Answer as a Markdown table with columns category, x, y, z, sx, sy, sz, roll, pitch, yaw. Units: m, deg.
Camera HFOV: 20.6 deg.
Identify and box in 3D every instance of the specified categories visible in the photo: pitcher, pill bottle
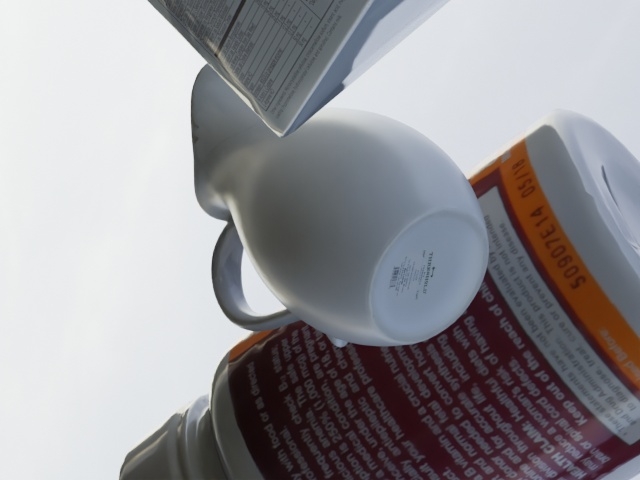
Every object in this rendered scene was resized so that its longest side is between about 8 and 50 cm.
| category | x | y | z | sx | sy | sz | roll | pitch | yaw |
| --- | --- | --- | --- | --- | --- | --- | --- | --- | --- |
| pitcher | 0.000 | 0.000 | 1.038 | 0.207 | 0.125 | 0.177 | 37 | -52 | 47 |
| pill bottle | 0.070 | 0.110 | 1.166 | 0.392 | 0.224 | 0.224 | -36 | -130 | 19 |

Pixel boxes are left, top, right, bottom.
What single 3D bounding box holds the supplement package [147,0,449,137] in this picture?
| category | x | y | z | sx | sy | sz | roll | pitch | yaw |
| --- | --- | --- | --- | --- | --- | --- | --- | --- | --- |
| supplement package | -0.017 | -0.234 | 0.826 | 0.262 | 0.199 | 0.198 | 46 | -28 | 4 |
